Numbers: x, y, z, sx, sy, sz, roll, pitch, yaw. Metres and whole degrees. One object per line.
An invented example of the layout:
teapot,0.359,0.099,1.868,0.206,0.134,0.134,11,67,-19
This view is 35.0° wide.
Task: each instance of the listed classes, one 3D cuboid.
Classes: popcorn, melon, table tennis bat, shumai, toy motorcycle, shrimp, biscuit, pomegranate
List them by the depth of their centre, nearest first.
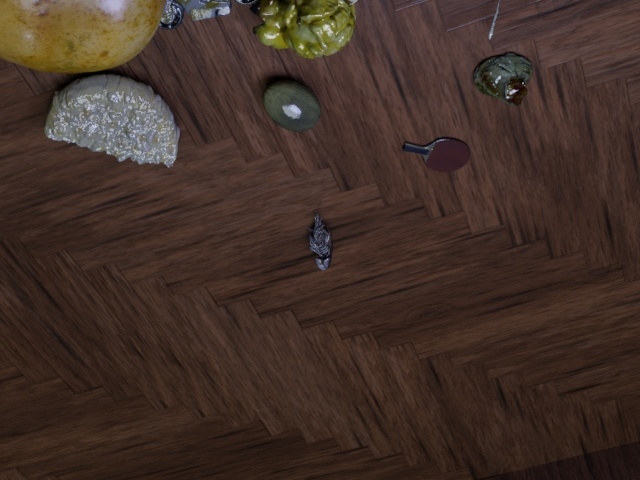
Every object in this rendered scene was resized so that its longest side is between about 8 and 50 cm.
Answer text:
pomegranate,-0.429,-0.458,1.690,0.417,0.416,0.416,-3,134,-3
toy motorcycle,-0.229,-0.486,1.892,0.225,0.073,0.152,-15,121,11
popcorn,-0.027,-0.415,1.924,0.195,0.168,0.174,-24,170,31
melon,-0.059,-0.279,2.097,0.131,0.098,0.098,32,124,-27
biscuit,-0.413,-0.258,2.098,0.281,0.084,0.179,16,127,-22
shumai,0.384,-0.322,2.103,0.124,0.087,0.099,-13,135,9
table tennis bat,0.259,-0.195,2.268,0.158,0.014,0.095,9,134,-17
shrimp,0.000,0.000,2.398,0.057,0.065,0.165,5,139,23

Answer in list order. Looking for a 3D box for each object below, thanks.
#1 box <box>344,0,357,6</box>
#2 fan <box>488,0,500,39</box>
box,0.114,-0.546,1.809,0.240,0.159,0.071,-34,126,27
fan,0.357,-0.520,1.911,0.182,0.010,0.310,-4,126,-18
